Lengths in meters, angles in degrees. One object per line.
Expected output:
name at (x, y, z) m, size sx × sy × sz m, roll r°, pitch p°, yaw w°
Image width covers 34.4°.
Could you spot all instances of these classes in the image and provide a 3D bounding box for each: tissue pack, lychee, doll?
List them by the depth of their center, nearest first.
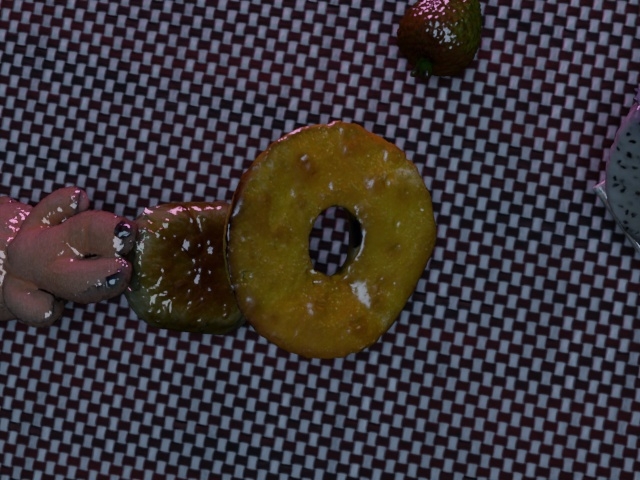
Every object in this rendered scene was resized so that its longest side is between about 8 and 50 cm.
lychee at (0.160, -0.274, 1.376) m, size 0.114 × 0.114 × 0.146 m, roll 28°, pitch 76°, yaw 6°
doll at (-0.345, 0.037, 1.376) m, size 0.303 × 0.156 × 0.201 m, roll 1°, pitch 66°, yaw 30°
tissue pack at (0.419, -0.042, 1.385) m, size 0.056 × 0.023 × 0.108 m, roll -35°, pitch 85°, yaw 2°

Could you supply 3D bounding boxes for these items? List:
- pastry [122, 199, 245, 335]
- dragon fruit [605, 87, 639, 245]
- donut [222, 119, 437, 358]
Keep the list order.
pastry at (-0.170, 0.038, 1.381) m, size 0.192 × 0.093 × 0.182 m, roll -3°, pitch 90°, yaw -25°
dragon fruit at (0.512, -0.086, 1.300) m, size 0.283 × 0.204 × 0.221 m, roll 24°, pitch 51°, yaw 16°
donut at (0.000, 0.000, 1.341) m, size 0.302 × 0.110 × 0.303 m, roll 0°, pitch 91°, yaw -22°
